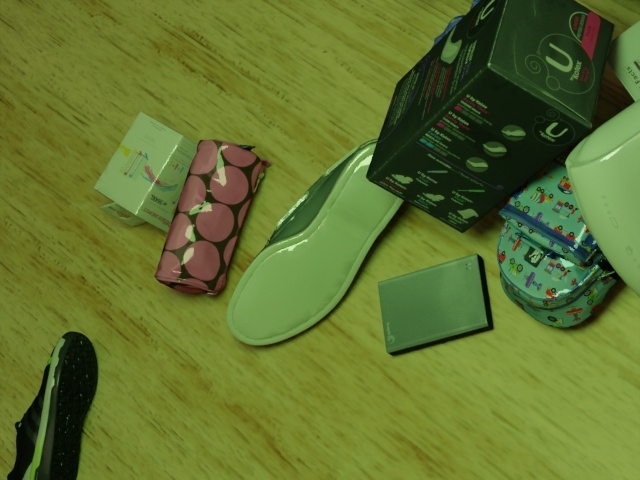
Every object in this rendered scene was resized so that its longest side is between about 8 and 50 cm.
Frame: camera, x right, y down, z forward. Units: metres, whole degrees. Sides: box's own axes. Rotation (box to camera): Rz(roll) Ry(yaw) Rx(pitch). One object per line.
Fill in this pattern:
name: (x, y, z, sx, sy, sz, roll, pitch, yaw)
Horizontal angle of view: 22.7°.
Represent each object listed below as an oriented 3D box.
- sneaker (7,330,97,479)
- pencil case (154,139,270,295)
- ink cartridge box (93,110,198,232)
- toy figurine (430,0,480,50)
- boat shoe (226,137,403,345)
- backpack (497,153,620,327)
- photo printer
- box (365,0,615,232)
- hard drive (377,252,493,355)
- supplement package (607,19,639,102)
sneaker: (-0.370, 0.232, 2.120, 0.097, 0.084, 0.235, 1, 72, 31)
pencil case: (-0.142, -0.029, 2.092, 0.095, 0.098, 0.209, 170, 120, -73)
ink cartridge box: (-0.228, -0.083, 2.155, 0.090, 0.092, 0.143, 30, 89, 34)
toy figurine: (0.263, -0.256, 1.949, 0.362, 0.191, 0.217, -4, 100, 23)
boat shoe: (0.000, 0.000, 2.013, 0.319, 0.116, 0.099, -50, 12, 12)
backpack: (0.273, 0.004, 1.825, 0.158, 0.117, 0.173, 40, 95, 34)
photo printer: (0.431, -0.067, 1.682, 0.307, 0.256, 0.107, -34, 17, 10)
box: (0.191, -0.155, 1.816, 0.270, 0.143, 0.165, -43, 23, 52)
hard drive: (0.138, 0.078, 1.928, 0.135, 0.022, 0.094, -17, 64, 23)
supplement package: (0.463, -0.216, 1.786, 0.244, 0.139, 0.134, -36, 59, 13)
